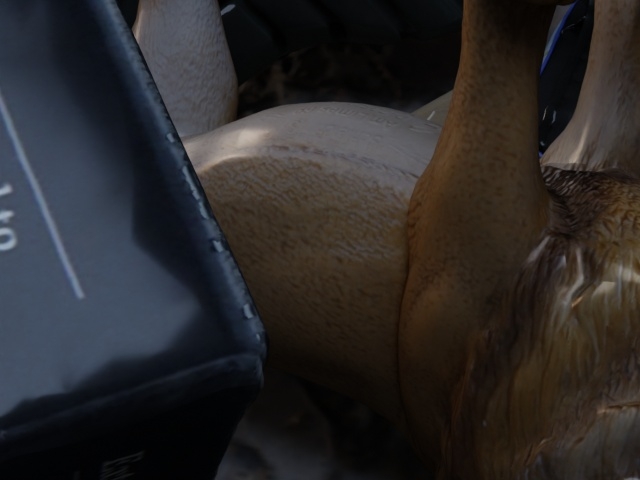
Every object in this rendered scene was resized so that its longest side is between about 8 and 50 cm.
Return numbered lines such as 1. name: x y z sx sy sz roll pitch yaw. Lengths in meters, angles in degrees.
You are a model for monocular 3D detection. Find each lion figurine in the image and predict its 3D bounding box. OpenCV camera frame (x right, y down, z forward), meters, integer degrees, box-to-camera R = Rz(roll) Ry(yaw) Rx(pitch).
1. lion figurine: 0.000 0.000 0.661 0.392 0.240 0.142 22 25 36

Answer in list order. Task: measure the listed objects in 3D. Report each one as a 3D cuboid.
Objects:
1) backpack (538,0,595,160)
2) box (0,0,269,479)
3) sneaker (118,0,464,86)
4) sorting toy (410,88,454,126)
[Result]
1. backpack: 0.125 -0.030 0.747 0.105 0.084 0.114 18 43 17
2. box: -0.245 0.054 0.485 0.395 0.293 0.212 -18 69 -18
3. sneaker: -0.069 -0.112 0.828 0.341 0.125 0.139 -12 20 -9
4. sorting toy: 0.055 -0.035 0.787 0.083 0.012 0.062 -29 44 3
